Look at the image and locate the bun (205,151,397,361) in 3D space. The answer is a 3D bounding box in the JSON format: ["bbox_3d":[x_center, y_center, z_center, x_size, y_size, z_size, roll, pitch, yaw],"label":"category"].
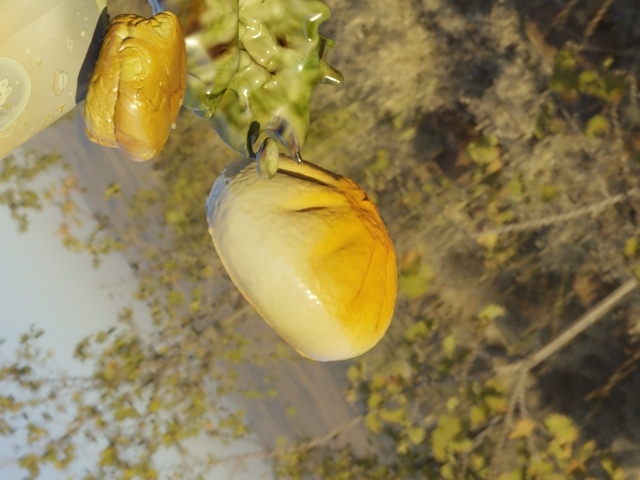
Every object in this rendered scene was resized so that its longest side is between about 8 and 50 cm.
[{"bbox_3d":[0.000,0.000,1.522,0.299,0.165,0.299,50,-163,-20],"label":"bun"}]

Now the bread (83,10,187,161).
[{"bbox_3d":[-0.100,-0.084,0.656,0.083,0.046,0.081,-70,-7,-56],"label":"bread"}]

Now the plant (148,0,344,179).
[{"bbox_3d":[-0.144,-0.190,1.181,0.333,0.180,0.251,6,116,45],"label":"plant"}]

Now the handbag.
[{"bbox_3d":[-0.185,-0.094,0.656,0.095,0.173,0.117,37,142,4],"label":"handbag"}]
